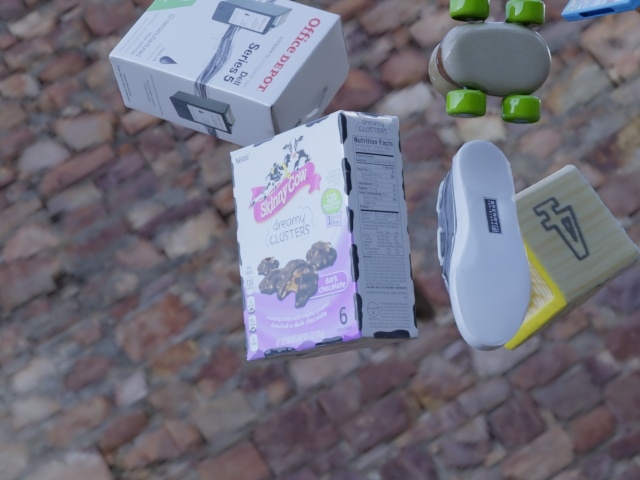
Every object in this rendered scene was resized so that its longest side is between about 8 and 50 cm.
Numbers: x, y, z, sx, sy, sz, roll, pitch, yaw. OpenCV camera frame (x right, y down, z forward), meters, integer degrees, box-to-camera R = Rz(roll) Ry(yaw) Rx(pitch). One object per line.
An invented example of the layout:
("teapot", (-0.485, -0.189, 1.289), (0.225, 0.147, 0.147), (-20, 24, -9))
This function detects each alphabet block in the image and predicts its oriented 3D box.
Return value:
("alphabet block", (0.353, 0.027, 2.358), (0.197, 0.193, 0.192), (-28, -14, -36))

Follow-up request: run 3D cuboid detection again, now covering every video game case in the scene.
("video game case", (0.321, -0.284, 1.533), (0.119, 0.015, 0.166), (-54, 14, -5))

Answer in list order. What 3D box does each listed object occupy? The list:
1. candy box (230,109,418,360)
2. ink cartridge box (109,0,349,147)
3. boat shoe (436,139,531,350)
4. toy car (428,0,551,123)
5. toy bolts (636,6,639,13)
("candy box", (0.000, 0.000, 1.296), (0.070, 0.196, 0.164), (2, -12, -38))
("ink cartridge box", (-0.124, -0.251, 2.074), (0.198, 0.272, 0.115), (-56, -27, -30))
("boat shoe", (0.200, 0.017, 1.928), (0.108, 0.301, 0.102), (8, -31, -19))
("toy car", (0.204, -0.227, 1.939), (0.148, 0.155, 0.188), (4, -5, -15))
("toy bolts", (0.476, -0.201, 1.774), (0.228, 0.218, 0.159), (22, -95, -48))
